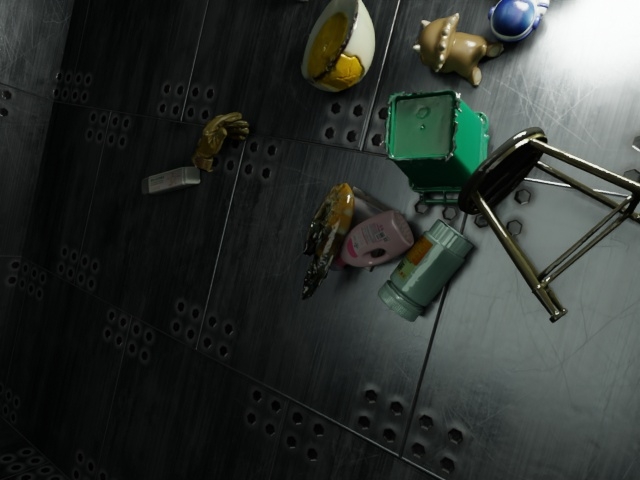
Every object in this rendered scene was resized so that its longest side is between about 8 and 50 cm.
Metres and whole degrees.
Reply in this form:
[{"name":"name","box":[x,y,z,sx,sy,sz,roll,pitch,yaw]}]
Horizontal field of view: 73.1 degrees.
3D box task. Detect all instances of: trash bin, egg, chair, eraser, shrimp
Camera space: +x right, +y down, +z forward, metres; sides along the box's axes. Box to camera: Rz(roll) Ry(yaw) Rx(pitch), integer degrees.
[{"name":"trash bin","box":[0.345,-0.274,1.297,0.258,0.381,0.296,3,88,30]},{"name":"egg","box":[0.089,-0.698,1.575,0.336,0.200,0.338,-24,59,46]},{"name":"chair","box":[0.619,-0.065,1.153,0.365,0.361,0.410,-47,63,18]},{"name":"eraser","box":[-0.726,-0.285,2.080,0.351,0.061,0.089,-8,84,29]},{"name":"shrimp","box":[0.000,0.000,1.569,0.272,0.085,0.446,5,75,64]}]

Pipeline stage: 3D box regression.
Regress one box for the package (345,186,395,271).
[{"name":"package","box":[0.157,-0.040,1.576,0.203,0.062,0.251,33,115,27]}]

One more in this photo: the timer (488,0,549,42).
[{"name":"timer","box":[0.630,-0.793,1.279,0.270,0.270,0.384,28,114,28]}]

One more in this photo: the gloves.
[{"name":"gloves","box":[-0.448,-0.446,1.888,0.331,0.154,0.141,-42,70,27]}]

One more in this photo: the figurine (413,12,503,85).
[{"name":"figurine","box":[0.426,-0.629,1.398,0.247,0.173,0.177,42,105,26]}]

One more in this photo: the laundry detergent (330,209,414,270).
[{"name":"laundry detergent","box":[0.157,0.020,1.503,0.335,0.087,0.159,-29,86,39]}]

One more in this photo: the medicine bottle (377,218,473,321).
[{"name":"medicine bottle","box":[0.340,0.095,1.400,0.158,0.158,0.318,43,107,25]}]
